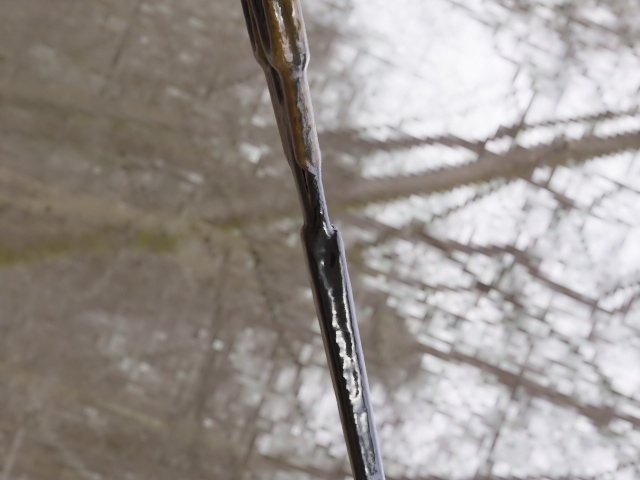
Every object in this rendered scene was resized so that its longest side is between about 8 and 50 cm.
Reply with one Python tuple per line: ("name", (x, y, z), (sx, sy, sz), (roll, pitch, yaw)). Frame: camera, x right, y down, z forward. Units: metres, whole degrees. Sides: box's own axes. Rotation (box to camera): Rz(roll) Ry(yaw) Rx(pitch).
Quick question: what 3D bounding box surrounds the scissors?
("scissors", (0.000, 0.000, 0.703), (0.088, 0.017, 0.220), (-144, -138, -80))
